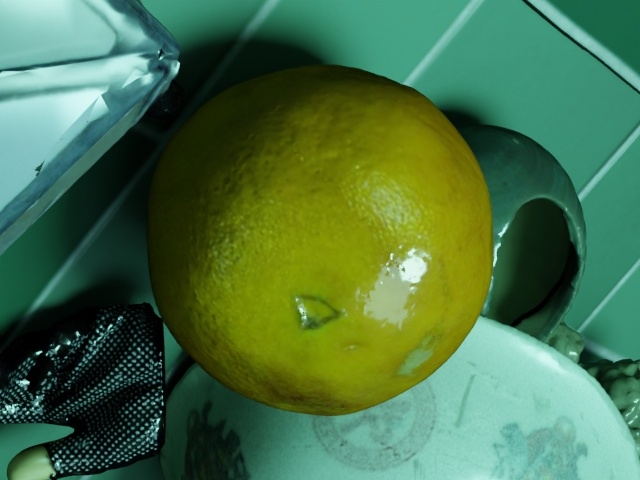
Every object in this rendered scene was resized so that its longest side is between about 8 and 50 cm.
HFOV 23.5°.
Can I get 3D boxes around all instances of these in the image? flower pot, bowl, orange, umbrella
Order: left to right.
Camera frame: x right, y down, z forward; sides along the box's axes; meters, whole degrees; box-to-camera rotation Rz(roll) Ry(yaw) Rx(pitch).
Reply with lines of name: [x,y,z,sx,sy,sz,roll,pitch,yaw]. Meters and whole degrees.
umbrella: [-0.136,-0.131,1.060,0.037,0.040,0.144,-45,147,-7]
orange: [0.000,0.000,1.129,0.261,0.261,0.261,-23,139,-22]
bowl: [0.056,0.271,1.311,0.434,0.196,0.435,5,131,6]
flower pot: [0.133,0.010,1.331,0.189,0.157,0.243,-27,142,-26]

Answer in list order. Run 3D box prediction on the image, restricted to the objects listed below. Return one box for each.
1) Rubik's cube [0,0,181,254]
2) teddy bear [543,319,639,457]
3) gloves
Rubik's cube: [-0.302,-0.119,0.709,0.310,0.305,0.307,-44,142,4]
teddy bear: [0.157,0.218,1.527,0.367,0.224,0.357,32,89,-49]
gloves: [-0.213,0.116,1.209,0.180,0.106,0.129,-1,132,-4]
